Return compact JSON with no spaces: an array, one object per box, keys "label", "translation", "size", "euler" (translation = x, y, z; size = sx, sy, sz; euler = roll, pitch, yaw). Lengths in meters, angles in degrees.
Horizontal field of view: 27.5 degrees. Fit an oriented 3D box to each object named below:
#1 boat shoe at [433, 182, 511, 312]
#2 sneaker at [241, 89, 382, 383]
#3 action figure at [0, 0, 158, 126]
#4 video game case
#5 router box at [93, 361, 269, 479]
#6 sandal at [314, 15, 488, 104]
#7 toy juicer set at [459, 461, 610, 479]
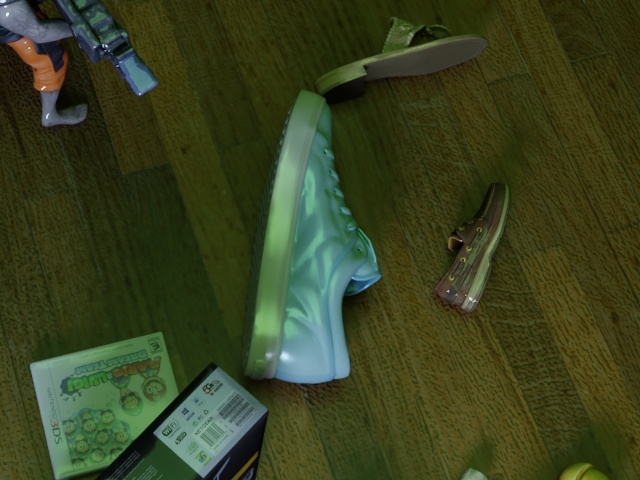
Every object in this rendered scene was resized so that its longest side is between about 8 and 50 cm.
[{"label":"boat shoe","translation":[0.189,0.000,1.609],"size":[0.060,0.064,0.178],"euler":[21,66,2]},{"label":"sneaker","translation":[0.000,0.000,1.564],"size":[0.150,0.135,0.366],"euler":[11,72,-9]},{"label":"action figure","translation":[-0.344,-0.245,1.522],"size":[0.178,0.330,0.341],"euler":[-31,70,-21]},{"label":"video game case","translation":[-0.240,0.188,1.496],"size":[0.157,0.019,0.143],"euler":[-13,66,-12]},{"label":"router box","translation":[-0.187,0.292,1.327],"size":[0.081,0.243,0.309],"euler":[39,66,13]},{"label":"sandal","translation":[0.097,-0.255,1.712],"size":[0.240,0.088,0.079],"euler":[-20,73,-10]},{"label":"toy juicer set","translation":[0.255,0.333,1.439],"size":[0.329,0.089,0.209],"euler":[12,64,0]}]
